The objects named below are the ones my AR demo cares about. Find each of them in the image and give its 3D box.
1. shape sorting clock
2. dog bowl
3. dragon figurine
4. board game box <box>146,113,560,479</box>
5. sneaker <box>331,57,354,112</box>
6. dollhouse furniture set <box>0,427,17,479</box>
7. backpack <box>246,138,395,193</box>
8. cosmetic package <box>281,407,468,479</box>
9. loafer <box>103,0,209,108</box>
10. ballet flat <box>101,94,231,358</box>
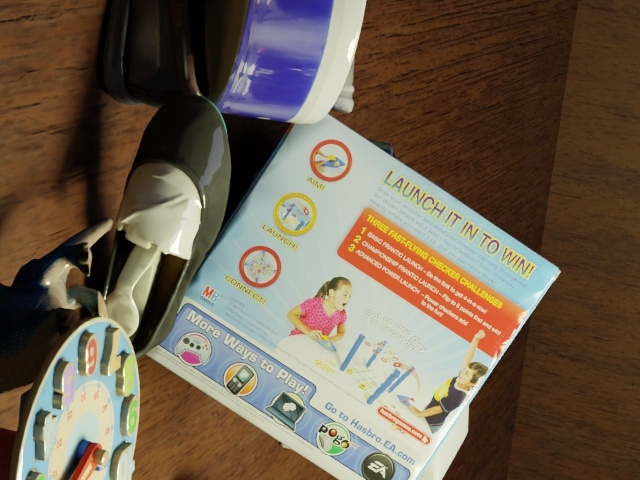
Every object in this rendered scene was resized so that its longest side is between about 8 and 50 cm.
[{"bbox_3d":[-0.180,0.160,1.103,0.206,0.040,0.206,12,90,-75],"label":"shape sorting clock"},{"bbox_3d":[-0.042,-0.244,1.351,0.265,0.104,0.265,-175,-90,-74],"label":"dog bowl"},{"bbox_3d":[-0.253,0.056,1.182,0.289,0.144,0.085,-84,169,-49],"label":"dragon figurine"},{"bbox_3d":[0.029,0.066,1.485,0.302,0.308,0.086,-56,-176,4],"label":"board game box"},{"bbox_3d":[-0.024,-0.212,1.637,0.281,0.105,0.115,-3,99,-80],"label":"sneaker"},{"bbox_3d":[-0.304,0.271,1.146,0.374,0.152,0.201,-71,166,-71],"label":"dollhouse furniture set"},{"bbox_3d":[0.000,0.000,1.637,0.225,0.191,0.254,-68,175,-85],"label":"backpack"},{"bbox_3d":[0.071,0.172,1.894,0.138,0.224,0.225,-48,145,-52],"label":"cosmetic package"},{"bbox_3d":[-0.123,-0.268,1.327,0.109,0.095,0.303,-7,108,-69],"label":"loafer"},{"bbox_3d":[-0.148,0.003,1.334,0.096,0.095,0.280,-57,167,-57],"label":"ballet flat"}]
